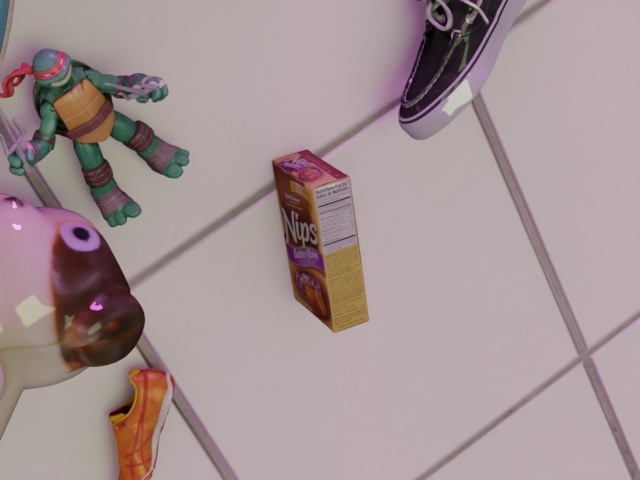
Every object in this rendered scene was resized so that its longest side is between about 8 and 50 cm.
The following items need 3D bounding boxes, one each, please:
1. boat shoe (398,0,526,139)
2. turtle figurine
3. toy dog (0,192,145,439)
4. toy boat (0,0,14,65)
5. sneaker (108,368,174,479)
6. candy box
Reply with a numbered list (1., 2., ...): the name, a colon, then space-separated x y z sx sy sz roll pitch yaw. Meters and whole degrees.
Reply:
1. boat shoe: 0.161 -0.263 1.610 0.105 0.113 0.306 34 90 -27
2. turtle figurine: -0.236 -0.125 1.453 0.175 0.118 0.234 -31 138 4
3. toy dog: -0.367 0.131 1.393 0.408 0.284 0.395 -44 124 -8
4. toy boat: -0.314 -0.263 1.334 0.318 0.148 0.267 -12 115 -23
5. sneaker: -0.218 0.228 1.650 0.067 0.064 0.175 11 100 -11
6. candy box: 0.000 0.000 1.633 0.053 0.109 0.186 -18 117 -21
